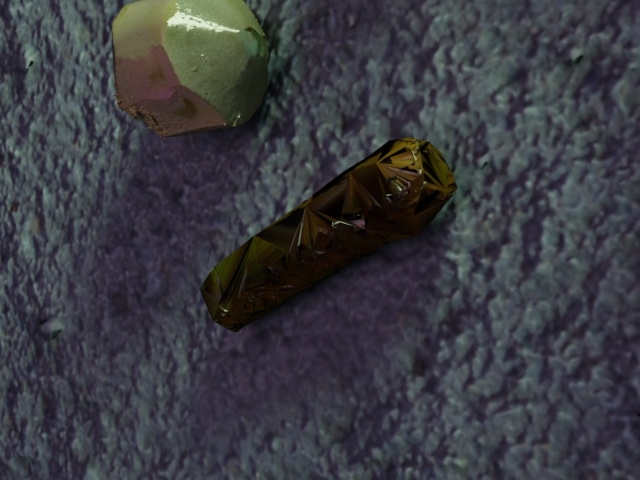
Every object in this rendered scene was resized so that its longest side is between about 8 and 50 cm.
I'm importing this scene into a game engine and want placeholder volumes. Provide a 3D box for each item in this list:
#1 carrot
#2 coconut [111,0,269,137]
[{"bbox_3d":[-0.001,-0.001,0.879,0.228,0.069,0.069,-32,69,34],"label":"carrot"},{"bbox_3d":[-0.096,-0.140,0.930,0.122,0.116,0.116,-8,83,42],"label":"coconut"}]
